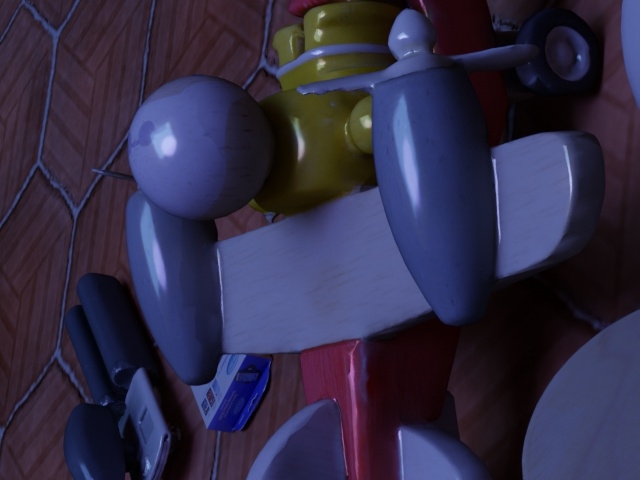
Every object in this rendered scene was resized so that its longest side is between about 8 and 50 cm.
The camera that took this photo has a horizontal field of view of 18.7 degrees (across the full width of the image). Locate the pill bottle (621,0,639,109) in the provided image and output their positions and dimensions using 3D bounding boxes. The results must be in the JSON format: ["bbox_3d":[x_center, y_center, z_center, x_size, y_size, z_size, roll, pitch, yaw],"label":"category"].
[{"bbox_3d":[0.297,-0.047,0.750,0.392,0.224,0.224,43,117,57],"label":"pill bottle"}]

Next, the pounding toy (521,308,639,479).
[{"bbox_3d":[0.224,0.113,0.935,0.237,0.110,0.183,-21,40,11],"label":"pounding toy"}]

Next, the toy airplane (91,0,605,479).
[{"bbox_3d":[0.000,0.000,1.176,0.386,0.272,0.384,-56,29,24],"label":"toy airplane"}]

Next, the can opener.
[{"bbox_3d":[-0.187,0.122,1.713,0.074,0.093,0.280,-65,26,24],"label":"can opener"}]

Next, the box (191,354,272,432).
[{"bbox_3d":[-0.080,0.093,1.587,0.081,0.028,0.136,-62,30,26],"label":"box"}]
